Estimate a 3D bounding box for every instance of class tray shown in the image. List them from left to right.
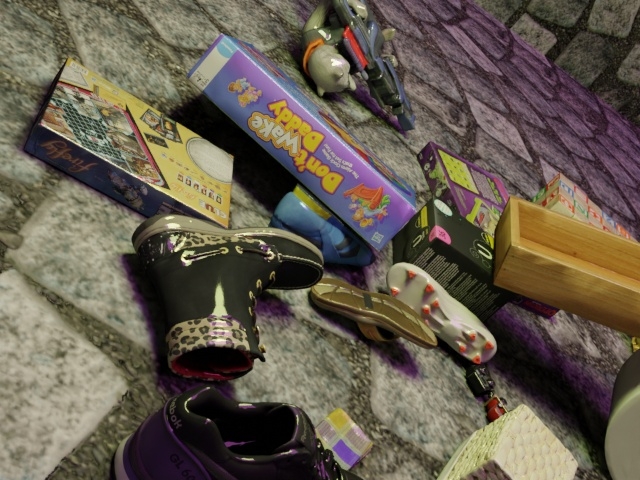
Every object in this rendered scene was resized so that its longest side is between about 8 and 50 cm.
[{"bbox_3d":[0.457,0.069,1.304,0.411,0.076,0.203,21,25,2],"label":"tray"}]

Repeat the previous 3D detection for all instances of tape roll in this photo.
[{"bbox_3d":[0.553,0.279,1.320,0.246,0.246,0.169,45,28,4],"label":"tape roll"}]

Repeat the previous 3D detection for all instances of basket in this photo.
[{"bbox_3d":[0.217,0.279,1.037,0.113,0.103,0.167,48,27,7],"label":"basket"}]

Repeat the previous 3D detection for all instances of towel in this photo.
[{"bbox_3d":[0.022,0.218,0.970,0.060,0.009,0.083,49,28,10],"label":"towel"}]

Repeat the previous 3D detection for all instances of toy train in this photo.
[{"bbox_3d":[0.244,0.236,1.212,0.036,0.027,0.158,4,46,-45],"label":"toy train"}]

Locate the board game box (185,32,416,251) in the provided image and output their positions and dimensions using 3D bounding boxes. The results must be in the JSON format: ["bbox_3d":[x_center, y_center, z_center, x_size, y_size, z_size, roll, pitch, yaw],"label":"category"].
[{"bbox_3d":[-0.015,-0.145,1.283,0.347,0.078,0.233,42,10,-2],"label":"board game box"}]

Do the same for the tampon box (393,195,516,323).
[{"bbox_3d":[0.203,0.035,1.357,0.161,0.101,0.120,33,29,-17],"label":"tampon box"}]

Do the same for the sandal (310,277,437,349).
[{"bbox_3d":[0.065,0.101,1.156,0.180,0.049,0.072,20,27,-11],"label":"sandal"}]

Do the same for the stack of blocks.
[{"bbox_3d":[0.586,0.008,1.903,0.297,0.087,0.171,40,28,-6],"label":"stack of blocks"}]

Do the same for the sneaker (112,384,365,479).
[{"bbox_3d":[-0.029,0.210,0.793,0.283,0.124,0.107,24,34,-32],"label":"sneaker"}]

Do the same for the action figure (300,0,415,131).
[{"bbox_3d":[0.055,-0.356,1.715,0.341,0.179,0.330,61,27,-26],"label":"action figure"}]

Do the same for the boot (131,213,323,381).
[{"bbox_3d":[-0.082,0.069,0.967,0.236,0.085,0.178,11,43,-35],"label":"boot"}]

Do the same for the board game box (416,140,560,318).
[{"bbox_3d":[0.305,-0.025,1.635,0.208,0.056,0.346,20,35,-29],"label":"board game box"}]

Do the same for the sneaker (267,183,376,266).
[{"bbox_3d":[0.000,0.000,1.202,0.069,0.082,0.209,42,4,37],"label":"sneaker"}]

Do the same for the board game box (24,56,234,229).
[{"bbox_3d":[-0.219,-0.105,1.073,0.243,0.042,0.165,30,30,-22],"label":"board game box"}]

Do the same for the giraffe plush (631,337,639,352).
[{"bbox_3d":[0.669,0.209,1.694,0.210,0.181,0.170,4,22,0],"label":"giraffe plush"}]

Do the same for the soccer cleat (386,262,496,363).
[{"bbox_3d":[0.169,0.102,1.271,0.196,0.068,0.076,41,13,-7],"label":"soccer cleat"}]
